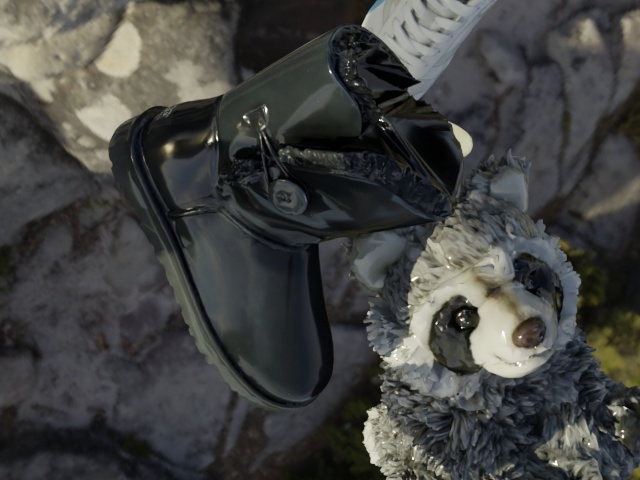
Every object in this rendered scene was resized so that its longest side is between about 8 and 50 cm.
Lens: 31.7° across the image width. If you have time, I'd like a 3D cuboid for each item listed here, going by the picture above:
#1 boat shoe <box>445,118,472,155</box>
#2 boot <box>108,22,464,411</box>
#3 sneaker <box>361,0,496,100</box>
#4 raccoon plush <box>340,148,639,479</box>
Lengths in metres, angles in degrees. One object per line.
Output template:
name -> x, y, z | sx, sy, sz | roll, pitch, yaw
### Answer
boat shoe -> 0.113, -0.125, 1.324 | 0.043, 0.137, 0.049 | -36, 133, -73
boot -> 0.000, 0.000, 0.711 | 0.094, 0.207, 0.246 | -49, 119, -46
sneaker -> 0.096, -0.201, 0.954 | 0.229, 0.087, 0.092 | -55, -178, 17
raccoon plush -> 0.078, 0.101, 0.989 | 0.216, 0.446, 0.299 | -31, 99, -31
